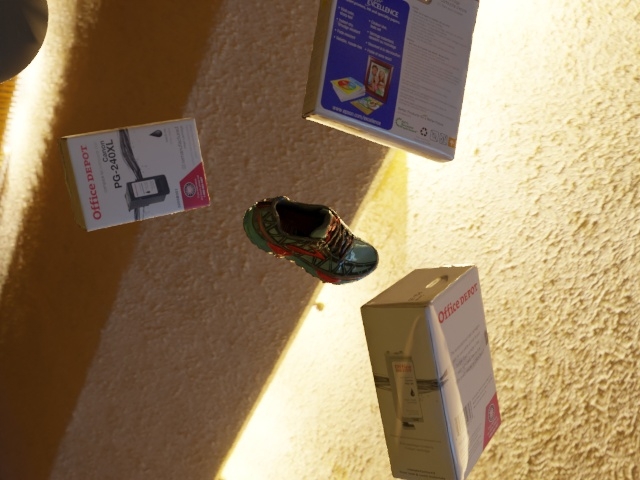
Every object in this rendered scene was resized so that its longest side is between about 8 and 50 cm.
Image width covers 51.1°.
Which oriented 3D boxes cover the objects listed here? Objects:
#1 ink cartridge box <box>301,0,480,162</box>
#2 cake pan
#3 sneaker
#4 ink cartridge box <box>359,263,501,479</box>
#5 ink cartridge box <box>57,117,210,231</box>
[{"bbox_3d":[0.129,-0.323,1.174,0.072,0.303,0.307,-6,-107,61],"label":"ink cartridge box"},{"bbox_3d":[-0.606,-0.394,1.165,0.054,0.293,0.293,34,-63,30],"label":"cake pan"},{"bbox_3d":[0.000,0.000,1.161,0.125,0.262,0.104,-33,-139,57],"label":"sneaker"},{"bbox_3d":[0.180,0.198,1.040,0.117,0.207,0.283,-4,-78,34],"label":"ink cartridge box"},{"bbox_3d":[-0.219,-0.080,0.791,0.063,0.150,0.109,17,-62,61],"label":"ink cartridge box"}]
